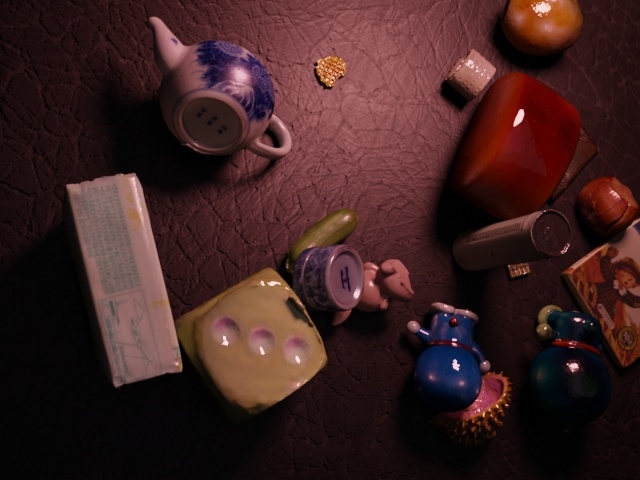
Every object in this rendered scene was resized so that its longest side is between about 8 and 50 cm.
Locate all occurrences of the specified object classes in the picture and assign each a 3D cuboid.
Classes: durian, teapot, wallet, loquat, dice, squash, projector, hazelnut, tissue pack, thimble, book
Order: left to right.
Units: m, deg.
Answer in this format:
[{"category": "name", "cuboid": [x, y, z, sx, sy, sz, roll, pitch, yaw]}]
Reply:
[{"category": "tissue pack", "cuboid": [-0.402, 0.091, 1.407, 0.162, 0.287, 0.388, -13, 85, -22]}, {"category": "teapot", "cuboid": [-0.224, -0.332, 1.569, 0.424, 0.252, 0.280, 37, 34, -27]}, {"category": "dice", "cuboid": [-0.151, 0.220, 1.475, 0.249, 0.254, 0.252, -32, 92, -15]}, {"category": "squash", "cuboid": [0.000, 0.000, 1.649, 0.077, 0.068, 0.219, 42, 72, 14]}, {"category": "thimble", "cuboid": [0.390, -0.431, 1.819, 0.090, 0.102, 0.115, 38, 44, -7]}, {"category": "durian", "cuboid": [0.374, 0.408, 1.674, 0.182, 0.165, 0.132, -13, 52, -40]}, {"category": "projector", "cuboid": [0.436, 0.005, 1.636, 0.108, 0.337, 0.108, 3, 81, -19]}, {"category": "loquat", "cuboid": [0.593, -0.584, 1.867, 0.227, 0.179, 0.179, 14, 77, -10]}, {"category": "wallet", "cuboid": [0.655, -0.219, 1.895, 0.232, 0.031, 0.122, -44, 96, -17]}, {"category": "hazelnut", "cuboid": [0.759, -0.090, 1.860, 0.143, 0.143, 0.154, -39, 85, -18]}, {"category": "book", "cuboid": [0.885, 0.106, 1.903, 0.428, 0.039, 0.300, -32, 90, -18]}]

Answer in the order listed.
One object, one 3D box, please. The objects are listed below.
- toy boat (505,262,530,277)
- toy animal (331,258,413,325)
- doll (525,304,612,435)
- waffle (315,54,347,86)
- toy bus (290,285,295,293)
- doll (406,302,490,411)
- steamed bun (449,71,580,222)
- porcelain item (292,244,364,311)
[{"category": "toy boat", "cuboid": [0.502, 0.036, 1.816, 0.063, 0.016, 0.115, -15, 86, -17]}, {"category": "toy animal", "cuboid": [0.106, 0.121, 1.655, 0.212, 0.124, 0.124, -24, 88, 14]}, {"category": "doll", "cuboid": [0.609, 0.313, 1.716, 0.198, 0.186, 0.322, 11, 75, -14]}, {"category": "waffle", "cuboid": [0.028, -0.427, 1.757, 0.085, 0.016, 0.078, -33, 91, -19]}, {"category": "toy bus", "cuboid": [-0.065, 0.127, 1.604, 0.046, 0.083, 0.038, -29, 90, -7]}, {"category": "doll", "cuboid": [0.298, 0.278, 1.659, 0.215, 0.161, 0.257, 14, 60, 5]}, {"category": "steamed bun", "cuboid": [0.485, -0.237, 1.707, 0.235, 0.248, 0.379, 30, 61, -10]}, {"category": "porcelain item", "cuboid": [0.015, 0.084, 1.551, 0.147, 0.114, 0.147, 5, 84, -51]}]
